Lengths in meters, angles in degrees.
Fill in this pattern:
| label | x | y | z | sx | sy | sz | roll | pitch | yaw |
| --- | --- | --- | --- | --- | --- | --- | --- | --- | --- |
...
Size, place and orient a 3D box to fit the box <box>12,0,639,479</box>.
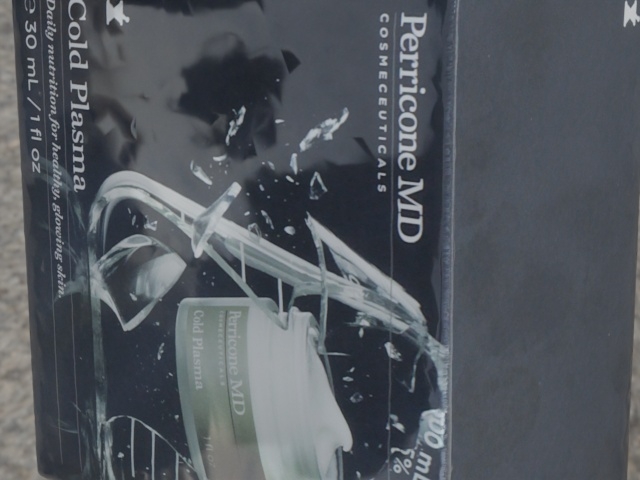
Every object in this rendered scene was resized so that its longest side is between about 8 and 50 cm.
| label | x | y | z | sx | sy | sz | roll | pitch | yaw |
| --- | --- | --- | --- | --- | --- | --- | --- | --- | --- |
| box | 0.000 | 0.000 | 1.196 | 0.472 | 0.297 | 0.479 | 9 | 106 | 38 |
